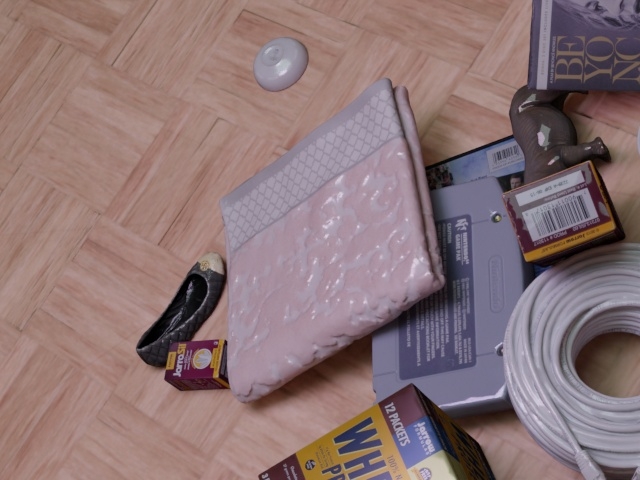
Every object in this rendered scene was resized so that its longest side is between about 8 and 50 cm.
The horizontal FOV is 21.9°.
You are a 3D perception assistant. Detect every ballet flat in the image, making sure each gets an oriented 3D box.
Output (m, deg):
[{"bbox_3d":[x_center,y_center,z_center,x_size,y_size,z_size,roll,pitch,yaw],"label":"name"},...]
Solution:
[{"bbox_3d":[-0.179,0.089,2.165,0.057,0.049,0.173,23,77,36],"label":"ballet flat"}]

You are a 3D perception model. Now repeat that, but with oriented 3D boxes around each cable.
[{"bbox_3d":[0.328,0.132,1.794,0.257,0.089,0.257,-36,63,-9],"label":"cable"}]

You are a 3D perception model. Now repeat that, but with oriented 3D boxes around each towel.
[{"bbox_3d":[0.000,0.000,2.045,0.332,0.053,0.317,-34,47,33],"label":"towel"}]

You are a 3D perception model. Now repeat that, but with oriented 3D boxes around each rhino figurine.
[{"bbox_3d":[0.291,-0.096,1.982,0.106,0.073,0.243,-18,60,16],"label":"rhino figurine"}]

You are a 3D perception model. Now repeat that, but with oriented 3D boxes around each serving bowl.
[{"bbox_3d":[-0.060,-0.250,2.298,0.083,0.027,0.083,-14,57,23],"label":"serving bowl"}]

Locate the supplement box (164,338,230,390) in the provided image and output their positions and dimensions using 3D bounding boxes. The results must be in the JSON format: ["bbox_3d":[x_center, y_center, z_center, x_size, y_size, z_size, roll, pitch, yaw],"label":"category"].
[{"bbox_3d":[-0.151,0.159,2.114,0.083,0.043,0.055,-6,63,28],"label":"supplement box"}]

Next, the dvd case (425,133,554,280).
[{"bbox_3d":[0.189,0.001,2.019,0.180,0.022,0.253,-20,56,21],"label":"dvd case"}]

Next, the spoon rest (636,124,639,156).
[{"bbox_3d":[0.437,-0.067,1.875,0.137,0.084,0.276,-18,58,21],"label":"spoon rest"}]

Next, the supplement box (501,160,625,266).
[{"bbox_3d":[0.271,-0.026,1.830,0.104,0.188,0.081,-21,83,11],"label":"supplement box"}]

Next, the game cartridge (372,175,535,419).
[{"bbox_3d":[0.156,0.072,1.952,0.196,0.060,0.294,-15,58,28],"label":"game cartridge"}]

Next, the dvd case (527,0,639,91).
[{"bbox_3d":[0.357,-0.256,1.940,0.221,0.018,0.165,1,106,-1],"label":"dvd case"}]

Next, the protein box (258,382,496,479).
[{"bbox_3d":[0.079,0.292,1.807,0.201,0.200,0.136,-32,53,10],"label":"protein box"}]
